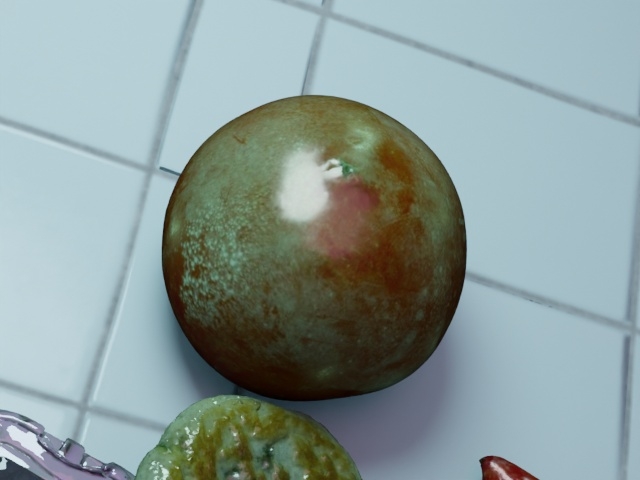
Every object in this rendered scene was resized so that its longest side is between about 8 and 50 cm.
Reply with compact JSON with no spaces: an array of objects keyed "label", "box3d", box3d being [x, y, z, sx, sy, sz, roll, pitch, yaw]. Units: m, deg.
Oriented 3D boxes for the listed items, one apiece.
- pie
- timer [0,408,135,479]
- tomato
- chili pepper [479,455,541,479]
[{"label":"pie","box3d":[-0.049,0.235,1.217,0.240,0.054,0.240,17,59,-31]},{"label":"timer","box3d":[-0.232,0.236,1.169,0.208,0.069,0.191,28,53,-5]},{"label":"tomato","box3d":[0.000,0.000,1.299,0.270,0.222,0.270,10,56,-14]},{"label":"chili pepper","box3d":[0.206,0.248,1.332,0.169,0.065,0.088,39,55,9]}]
